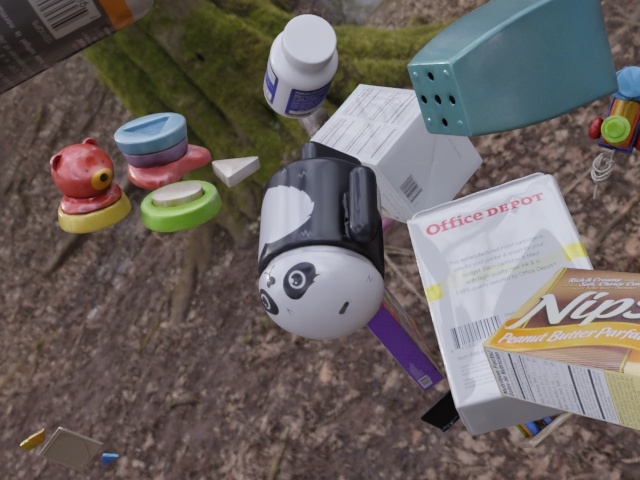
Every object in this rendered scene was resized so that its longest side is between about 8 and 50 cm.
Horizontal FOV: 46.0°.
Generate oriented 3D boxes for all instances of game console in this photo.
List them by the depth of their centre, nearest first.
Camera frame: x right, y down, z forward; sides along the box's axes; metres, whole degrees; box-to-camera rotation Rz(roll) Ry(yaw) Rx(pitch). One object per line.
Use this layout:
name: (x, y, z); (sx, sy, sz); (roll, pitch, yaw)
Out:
game console: (0.290, 0.355, 1.659); (0.122, 0.071, 0.107); (-48, -2, 20)

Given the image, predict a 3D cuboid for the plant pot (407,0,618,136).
plant pot: (0.253, -0.238, 1.046); (0.234, 0.166, 0.165); (-29, 21, -19)

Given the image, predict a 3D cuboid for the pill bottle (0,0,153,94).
pill bottle: (-0.262, -0.155, 0.474); (0.278, 0.162, 0.162); (-30, 37, -5)

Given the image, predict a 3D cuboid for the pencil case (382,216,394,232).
pencil case: (0.138, -0.039, 2.163); (0.284, 0.124, 0.124); (-53, 36, 4)

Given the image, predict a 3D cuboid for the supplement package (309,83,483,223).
supplement package: (0.148, -0.179, 1.567); (0.198, 0.199, 0.262); (-50, 34, -12)

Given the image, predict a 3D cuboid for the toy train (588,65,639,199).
toy train: (0.527, -0.187, 1.340); (0.105, 0.143, 0.248); (20, 103, 22)

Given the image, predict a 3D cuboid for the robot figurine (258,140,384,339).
robot figurine: (-0.001, -0.002, 1.029); (0.173, 0.209, 0.278); (-4, 55, 7)

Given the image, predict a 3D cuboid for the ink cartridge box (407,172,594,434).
ink cartridge box: (0.337, 0.106, 1.319); (0.279, 0.160, 0.385); (-18, 55, 12)

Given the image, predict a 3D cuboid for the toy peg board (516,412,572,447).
toy peg board: (0.466, 0.352, 1.578); (0.161, 0.160, 0.079); (-39, 74, -5)

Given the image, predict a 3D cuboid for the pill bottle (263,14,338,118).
pill bottle: (-0.031, -0.285, 1.236); (0.187, 0.112, 0.112); (126, 165, -73)

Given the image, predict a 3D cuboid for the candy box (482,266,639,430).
candy box: (0.365, 0.120, 0.844); (0.183, 0.087, 0.316); (-35, 22, -31)

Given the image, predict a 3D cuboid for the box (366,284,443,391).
box: (0.143, 0.163, 1.600); (0.057, 0.293, 0.201); (-34, 35, 8)

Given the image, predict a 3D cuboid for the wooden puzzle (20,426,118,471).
wooden puzzle: (-0.348, 0.289, 1.049); (0.078, 0.116, 0.014); (-41, 29, 22)

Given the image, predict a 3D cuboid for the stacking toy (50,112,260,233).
stacking toy: (-0.279, -0.137, 1.277); (0.279, 0.130, 0.309); (5, 33, 24)

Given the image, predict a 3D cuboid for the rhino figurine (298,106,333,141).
rhino figurine: (-0.014, -0.283, 1.715); (0.073, 0.106, 0.243); (-32, 62, 28)
